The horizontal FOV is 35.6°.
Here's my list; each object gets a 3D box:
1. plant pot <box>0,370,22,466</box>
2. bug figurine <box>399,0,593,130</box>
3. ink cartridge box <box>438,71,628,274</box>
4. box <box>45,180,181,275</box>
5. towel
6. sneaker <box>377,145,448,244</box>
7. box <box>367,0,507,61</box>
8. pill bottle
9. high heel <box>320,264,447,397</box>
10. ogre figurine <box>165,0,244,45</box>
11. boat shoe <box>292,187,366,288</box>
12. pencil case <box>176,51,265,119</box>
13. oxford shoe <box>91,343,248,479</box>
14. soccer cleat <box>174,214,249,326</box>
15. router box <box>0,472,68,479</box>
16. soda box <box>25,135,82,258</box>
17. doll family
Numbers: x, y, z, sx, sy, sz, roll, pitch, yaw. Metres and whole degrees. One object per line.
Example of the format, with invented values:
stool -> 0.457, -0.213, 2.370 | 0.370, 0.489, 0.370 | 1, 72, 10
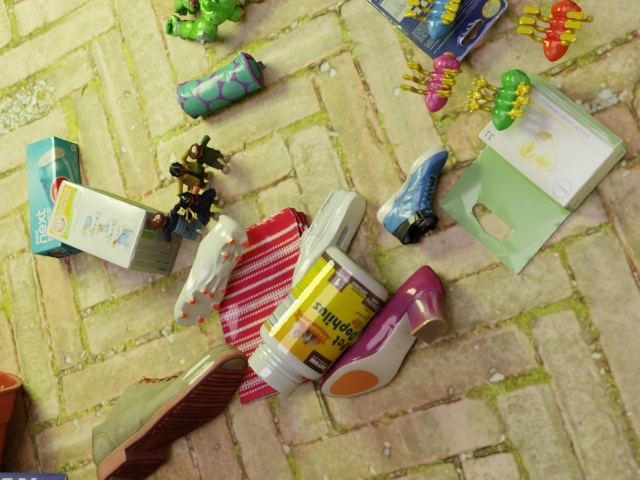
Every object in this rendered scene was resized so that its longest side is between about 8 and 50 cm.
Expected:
plant pot -> -0.673, 0.374, 1.749 | 0.272, 0.272, 0.265 | 6, 93, 29
bug figurine -> 0.238, -0.271, 1.417 | 0.279, 0.072, 0.216 | 20, 87, 35
ink cartridge box -> 0.291, -0.095, 1.412 | 0.235, 0.056, 0.171 | -50, 64, 10
box -> -0.352, -0.022, 1.709 | 0.203, 0.114, 0.103 | 19, 92, 30
towel -> -0.081, 0.103, 1.592 | 0.199, 0.031, 0.274 | -23, 71, 24
sneaker -> 0.156, -0.061, 1.473 | 0.152, 0.058, 0.084 | -51, 57, 17
box -> 0.172, -0.370, 1.530 | 0.136, 0.036, 0.225 | -48, 64, 13
pill bottle -> -0.007, 0.122, 1.466 | 0.117, 0.117, 0.215 | 41, 93, 27
high heel -> 0.088, 0.138, 1.485 | 0.244, 0.082, 0.117 | -44, 32, 30
ogre figurine -> -0.190, -0.415, 1.701 | 0.197, 0.097, 0.118 | -42, 53, 4
boat shoe -> 0.000, 0.000, 1.538 | 0.063, 0.066, 0.184 | 23, 85, 39
pencil case -> -0.169, -0.262, 1.680 | 0.152, 0.064, 0.070 | -22, 88, 23
oxford shoe -> -0.260, 0.259, 1.606 | 0.348, 0.123, 0.130 | -42, 58, 18
soccer cleat -> -0.180, 0.051, 1.606 | 0.196, 0.068, 0.076 | -58, 40, 15
router box -> -0.582, 0.534, 1.622 | 0.336, 0.082, 0.301 | 2, 100, -5
soda box -> -0.484, -0.078, 1.818 | 0.071, 0.067, 0.210 | -14, 76, 26
doll family -> -0.218, -0.079, 1.648 | 0.076, 0.111, 0.193 | 1, 82, 28
